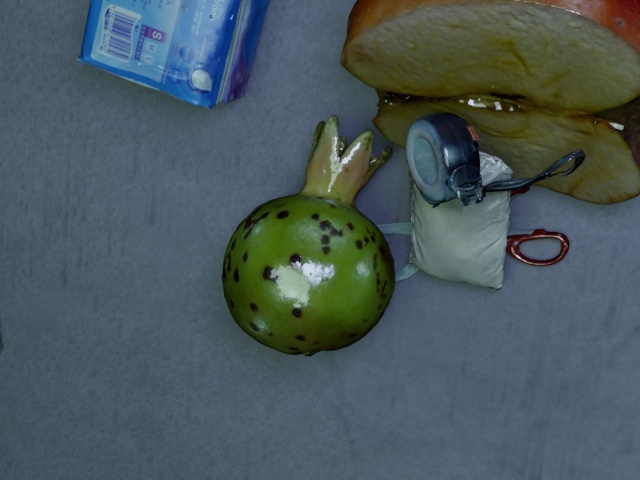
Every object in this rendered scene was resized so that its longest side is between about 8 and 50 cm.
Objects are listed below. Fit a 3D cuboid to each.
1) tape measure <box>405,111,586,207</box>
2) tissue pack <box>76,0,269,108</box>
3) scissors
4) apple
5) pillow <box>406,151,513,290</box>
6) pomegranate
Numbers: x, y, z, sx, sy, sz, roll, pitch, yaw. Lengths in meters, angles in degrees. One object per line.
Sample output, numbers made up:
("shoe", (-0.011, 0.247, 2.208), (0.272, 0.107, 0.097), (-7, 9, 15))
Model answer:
("tape measure", (0.189, -0.100, 1.367), (0.180, 0.104, 0.107), (-14, 91, -6))
("tissue pack", (-0.168, -0.323, 1.550), (0.198, 0.146, 0.263), (21, 109, 12))
("scissors", (0.182, -0.012, 1.574), (0.248, 0.017, 0.144), (-17, 97, 25))
("apple", (0.209, -0.186, 1.362), (0.365, 0.295, 0.328), (9, 112, 27))
("pillow", (0.165, -0.026, 1.494), (0.128, 0.051, 0.229), (16, 141, 18))
("pomegranate", (-0.005, 0.008, 1.569), (0.231, 0.231, 0.285), (8, 64, 18))
